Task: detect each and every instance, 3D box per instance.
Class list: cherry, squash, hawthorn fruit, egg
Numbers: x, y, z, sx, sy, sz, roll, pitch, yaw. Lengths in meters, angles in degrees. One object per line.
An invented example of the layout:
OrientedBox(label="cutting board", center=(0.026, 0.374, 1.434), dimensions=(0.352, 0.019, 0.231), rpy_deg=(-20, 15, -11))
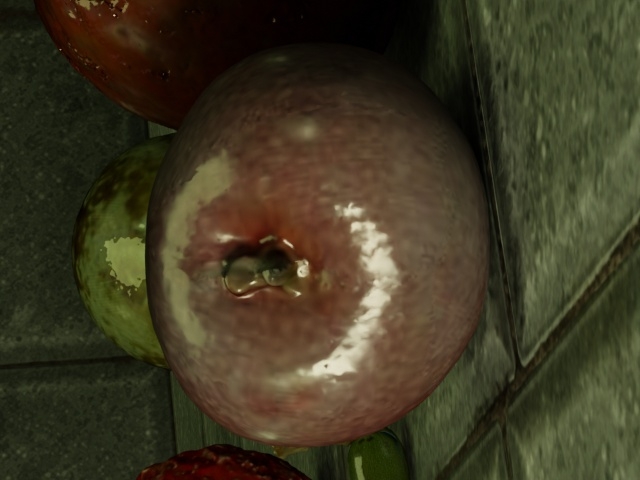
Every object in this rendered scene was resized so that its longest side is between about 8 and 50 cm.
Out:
OrientedBox(label="cherry", center=(0.000, 0.000, 1.291), dimensions=(0.307, 0.221, 0.261), rpy_deg=(-75, -8, -78))
OrientedBox(label="squash", center=(0.049, 0.235, 1.560), dimensions=(0.052, 0.052, 0.183), rpy_deg=(149, 119, -79))
OrientedBox(label="hawthorn fruit", center=(-0.078, -0.216, 1.484), dimensions=(0.316, 0.315, 0.316), rpy_deg=(177, 90, -81))
OrientedBox(label="egg", center=(-0.116, 0.010, 1.939), dimensions=(0.289, 0.238, 0.238), rpy_deg=(-4, 90, 61))

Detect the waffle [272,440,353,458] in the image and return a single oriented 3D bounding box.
OrientedBox(label="waffle", center=(-0.005, 0.019, 1.693), dimensions=(0.213, 0.091, 0.308), rpy_deg=(122, 143, -74))

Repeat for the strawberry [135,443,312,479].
OrientedBox(label="strawberry", center=(-0.100, 0.332, 1.903), dimensions=(0.277, 0.257, 0.257), rpy_deg=(-78, -14, -83))
